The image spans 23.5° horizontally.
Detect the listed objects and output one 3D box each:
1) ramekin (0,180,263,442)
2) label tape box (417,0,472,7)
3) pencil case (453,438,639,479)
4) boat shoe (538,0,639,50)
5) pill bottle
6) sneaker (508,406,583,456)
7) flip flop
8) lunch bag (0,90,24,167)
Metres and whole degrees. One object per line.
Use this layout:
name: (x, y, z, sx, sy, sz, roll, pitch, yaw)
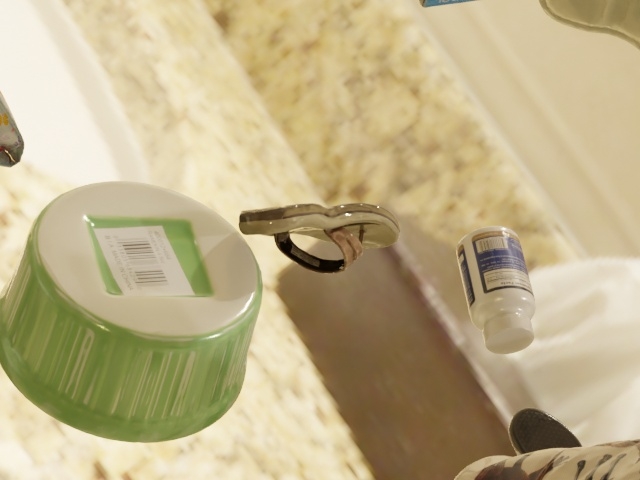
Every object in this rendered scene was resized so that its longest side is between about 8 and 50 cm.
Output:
ramekin: (-0.212, 0.069, 1.759, 0.303, 0.148, 0.303, 14, 38, -11)
label tape box: (0.179, -0.280, 1.305, 0.334, 0.240, 0.106, -116, -158, -48)
pencil case: (0.304, 0.270, 1.434, 0.183, 0.410, 0.160, -46, 113, -44)
boat shoe: (0.445, -0.303, 2.057, 0.305, 0.109, 0.091, 25, 40, 17)
pill bottle: (0.178, 0.051, 1.541, 0.067, 0.067, 0.120, 35, 36, -44)
sneaker: (0.345, 0.360, 2.157, 0.270, 0.090, 0.145, 44, -28, 6)
flip flop: (0.000, 0.000, 1.841, 0.277, 0.112, 0.080, 3, 77, -60)
lunch bag: (-0.286, -0.104, 1.294, 0.071, 0.053, 0.083, 54, -6, 39)
